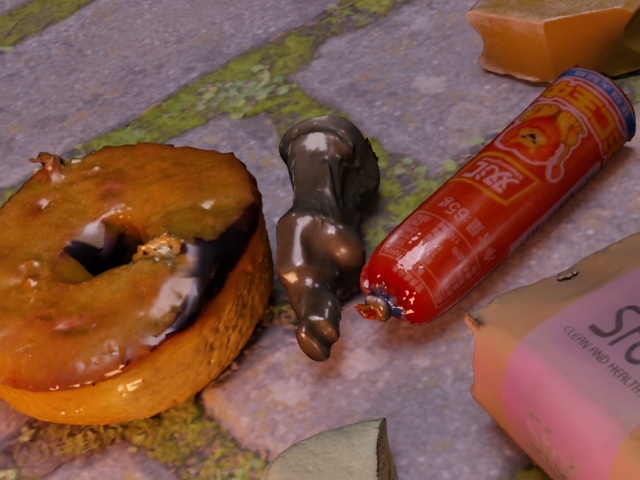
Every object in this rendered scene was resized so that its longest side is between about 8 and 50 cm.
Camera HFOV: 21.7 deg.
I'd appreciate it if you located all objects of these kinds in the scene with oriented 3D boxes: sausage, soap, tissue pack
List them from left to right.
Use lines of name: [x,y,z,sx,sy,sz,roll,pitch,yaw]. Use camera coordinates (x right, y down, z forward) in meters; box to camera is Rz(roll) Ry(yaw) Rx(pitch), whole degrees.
sausage: [0.122,-0.024,1.205,0.074,0.074,0.274,23,54,40]
soap: [0.245,-0.219,1.392,0.140,0.073,0.232,17,50,42]
tissue pack: [0.230,0.088,0.981,0.215,0.123,0.256,-24,27,-11]

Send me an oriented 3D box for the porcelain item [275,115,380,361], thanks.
porcelain item: [0.000,0.000,1.213,0.069,0.081,0.216,-14,37,17]

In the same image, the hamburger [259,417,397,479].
hamburger: [0.005,0.162,1.041,0.084,0.054,0.121,-13,35,12]

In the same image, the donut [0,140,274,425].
donut: [-0.152,0.027,1.213,0.253,0.118,0.253,-10,37,7]
